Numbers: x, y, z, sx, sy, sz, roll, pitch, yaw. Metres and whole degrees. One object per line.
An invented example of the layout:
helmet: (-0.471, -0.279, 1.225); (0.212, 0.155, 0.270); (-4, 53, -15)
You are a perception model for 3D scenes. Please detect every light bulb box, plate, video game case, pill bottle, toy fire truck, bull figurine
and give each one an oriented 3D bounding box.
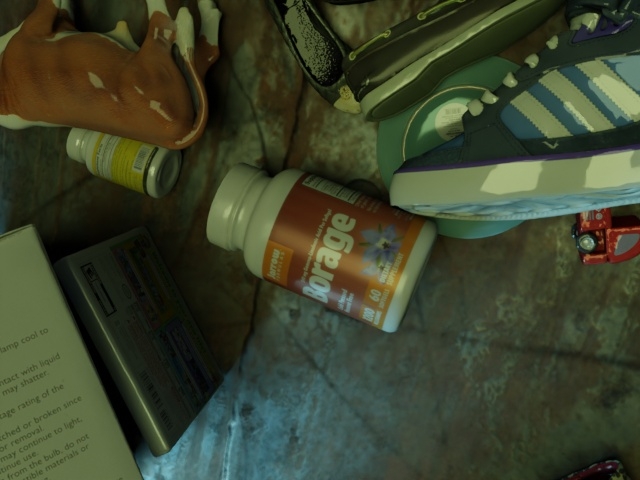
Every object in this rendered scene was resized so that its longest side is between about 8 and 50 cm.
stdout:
light bulb box: (-0.349, 0.200, 0.754); (0.358, 0.225, 0.361); (-8, 105, 62)
plate: (0.146, -0.091, 0.728); (0.188, 0.024, 0.188); (4, 105, 16)
video game case: (-0.184, 0.096, 0.782); (0.023, 0.193, 0.212); (-25, 96, 12)
pill bottle: (-0.220, -0.095, 0.814); (0.116, 0.065, 0.065); (21, 109, 11)
pill bottle: (0.000, 0.000, 0.742); (0.216, 0.121, 0.121); (22, 109, 10)
toy fire truck: (0.299, -0.075, 0.674); (0.135, 0.047, 0.192); (-6, 104, 15)
bull figurine: (-0.252, -0.189, 0.763); (0.310, 0.101, 0.189); (13, 91, 8)

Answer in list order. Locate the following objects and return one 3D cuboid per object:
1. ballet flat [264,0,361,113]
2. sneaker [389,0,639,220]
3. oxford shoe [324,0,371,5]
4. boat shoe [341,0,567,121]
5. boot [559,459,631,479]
ballet flat: (-0.010, -0.199, 0.733); (0.057, 0.049, 0.173); (-35, 92, 22)
sneaker: (0.208, -0.148, 0.607); (0.322, 0.130, 0.236); (-7, 81, 26)
oxford shoe: (0.088, -0.265, 0.664); (0.227, 0.096, 0.083); (-12, 98, 17)
boat shoe: (0.125, -0.197, 0.675); (0.227, 0.081, 0.069); (-30, 76, 11)
boot: (0.272, 0.354, 0.775); (0.236, 0.085, 0.179); (-35, 88, 19)
